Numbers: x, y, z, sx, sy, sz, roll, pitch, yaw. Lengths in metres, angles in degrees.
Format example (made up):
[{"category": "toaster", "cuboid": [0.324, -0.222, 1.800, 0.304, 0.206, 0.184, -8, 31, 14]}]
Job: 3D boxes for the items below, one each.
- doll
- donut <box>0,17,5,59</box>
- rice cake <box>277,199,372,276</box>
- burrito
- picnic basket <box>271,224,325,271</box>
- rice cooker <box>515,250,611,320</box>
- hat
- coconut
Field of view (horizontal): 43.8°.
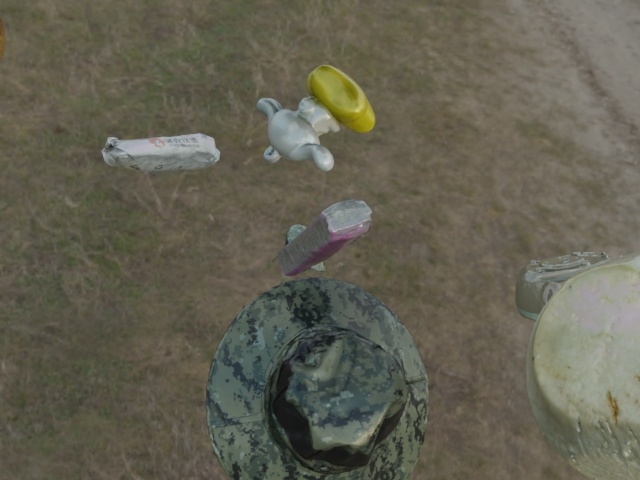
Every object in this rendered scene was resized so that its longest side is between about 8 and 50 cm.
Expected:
[{"category": "doll", "cuboid": [-0.008, -0.113, 0.759, 0.113, 0.071, 0.135, -24, 45, 15]}, {"category": "donut", "cuboid": [-0.436, -0.262, 0.831, 0.114, 0.226, 0.226, -27, 35, 11]}, {"category": "rice cake", "cuboid": [0.000, 0.000, 0.728, 0.047, 0.207, 0.036, -30, 88, -20]}, {"category": "burrito", "cuboid": [-0.242, -0.135, 1.228, 0.203, 0.064, 0.064, -8, 35, -44]}, {"category": "picnic basket", "cuboid": [-0.023, 0.015, 1.137, 0.065, 0.083, 0.083, 12, 48, -44]}, {"category": "rice cooker", "cuboid": [0.479, 0.093, 1.536, 0.207, 0.127, 0.145, -13, 13, 8]}, {"category": "hat", "cuboid": [0.013, 0.159, 0.799, 0.266, 0.128, 0.265, 3, 76, -14]}, {"category": "coconut", "cuboid": [0.311, 0.129, 0.714, 0.241, 0.241, 0.241, 5, 35, -3]}]
